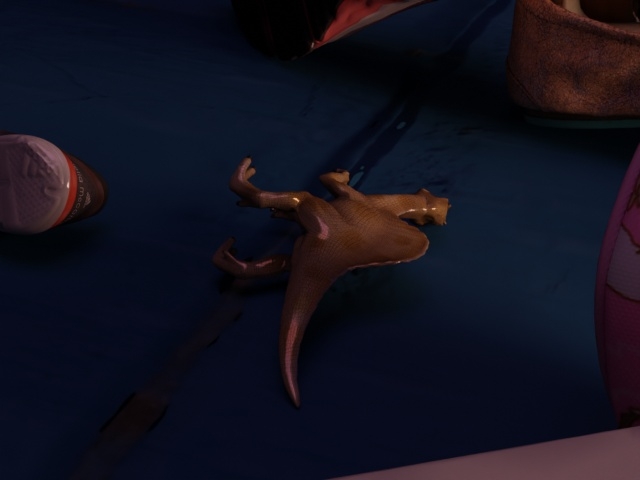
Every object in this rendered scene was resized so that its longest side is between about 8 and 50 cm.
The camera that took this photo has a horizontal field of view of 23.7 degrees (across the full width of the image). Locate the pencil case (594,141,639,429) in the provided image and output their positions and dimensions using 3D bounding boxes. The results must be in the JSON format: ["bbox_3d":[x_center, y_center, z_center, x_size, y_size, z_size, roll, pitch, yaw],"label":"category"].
[{"bbox_3d":[0.273,0.031,0.463,0.386,0.160,0.167,5,30,37],"label":"pencil case"}]

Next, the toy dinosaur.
[{"bbox_3d":[0.000,0.000,0.692,0.093,0.053,0.183,16,31,22],"label":"toy dinosaur"}]

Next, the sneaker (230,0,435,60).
[{"bbox_3d":[0.055,-0.180,0.927,0.136,0.115,0.314,-14,9,-35],"label":"sneaker"}]

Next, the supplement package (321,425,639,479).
[{"bbox_3d":[0.038,0.155,0.295,0.203,0.149,0.194,-8,29,-16],"label":"supplement package"}]

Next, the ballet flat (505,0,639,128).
[{"bbox_3d":[0.241,-0.107,0.799,0.316,0.106,0.107,5,21,27],"label":"ballet flat"}]

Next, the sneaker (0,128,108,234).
[{"bbox_3d":[-0.174,-0.033,0.760,0.158,0.061,0.065,19,5,28],"label":"sneaker"}]
